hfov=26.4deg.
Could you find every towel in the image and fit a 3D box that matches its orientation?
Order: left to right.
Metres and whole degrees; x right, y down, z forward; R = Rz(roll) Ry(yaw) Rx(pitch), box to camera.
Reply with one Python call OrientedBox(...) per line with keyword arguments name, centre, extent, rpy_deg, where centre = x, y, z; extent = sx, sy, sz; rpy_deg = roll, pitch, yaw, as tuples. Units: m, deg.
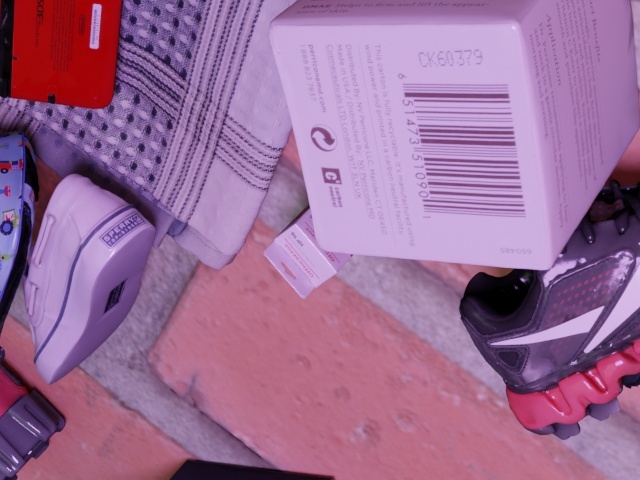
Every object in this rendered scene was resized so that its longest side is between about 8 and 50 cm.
OrientedBox(name="towel", centre=(-0.149, -0.154, 1.011), extent=(0.312, 0.056, 0.324), rpy_deg=(33, 132, 9))

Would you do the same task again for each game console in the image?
OrientedBox(name="game console", centre=(-0.204, -0.182, 0.998), extent=(0.124, 0.085, 0.144), rpy_deg=(7, 126, -6))

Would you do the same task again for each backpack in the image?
OrientedBox(name="backpack", centre=(-0.287, -0.005, 1.075), extent=(0.117, 0.158, 0.173), rpy_deg=(12, 132, -21))

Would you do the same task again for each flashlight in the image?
OrientedBox(name="flashlight", centre=(-0.386, 0.108, 1.298), extent=(0.304, 0.103, 0.103), rpy_deg=(41, 127, 1))

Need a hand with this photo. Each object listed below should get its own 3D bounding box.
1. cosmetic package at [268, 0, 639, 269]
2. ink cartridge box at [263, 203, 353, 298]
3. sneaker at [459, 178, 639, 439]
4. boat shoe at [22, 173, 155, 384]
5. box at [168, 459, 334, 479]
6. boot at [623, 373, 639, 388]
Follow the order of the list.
OrientedBox(name="cosmetic package", centre=(0.088, -0.096, 0.815), extent=(0.151, 0.183, 0.151), rpy_deg=(4, 121, 29))
OrientedBox(name="ink cartridge box", centre=(0.000, 0.000, 0.999), extent=(0.048, 0.083, 0.028), rpy_deg=(49, 132, -5))
OrientedBox(name="sneaker", centre=(0.198, 0.006, 0.839), extent=(0.276, 0.097, 0.135), rpy_deg=(-38, 104, 26))
OrientedBox(name="boat shoe", centre=(-0.204, 0.031, 1.133), extent=(0.084, 0.095, 0.258), rpy_deg=(44, 141, 8))
OrientedBox(name="box", centre=(-0.101, 0.325, 1.149), extent=(0.165, 0.270, 0.143), rpy_deg=(1, 120, 31))
OrientedBox(name="boot", centre=(0.191, 0.044, 0.938), extent=(0.099, 0.045, 0.121), rpy_deg=(24, 131, 15))
